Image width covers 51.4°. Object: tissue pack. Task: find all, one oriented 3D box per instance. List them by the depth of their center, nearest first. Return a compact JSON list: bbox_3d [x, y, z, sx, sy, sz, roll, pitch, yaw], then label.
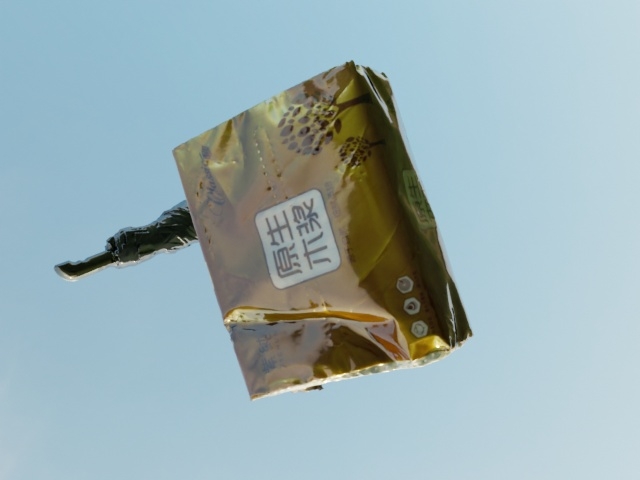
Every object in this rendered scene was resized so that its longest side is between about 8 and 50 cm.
[{"bbox_3d":[0.000,0.000,0.528,0.092,0.183,0.226,-3,-105,-61],"label":"tissue pack"}]

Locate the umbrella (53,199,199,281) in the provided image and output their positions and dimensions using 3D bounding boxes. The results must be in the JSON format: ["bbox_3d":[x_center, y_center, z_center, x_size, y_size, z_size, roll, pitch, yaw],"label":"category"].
[{"bbox_3d":[-0.268,0.008,0.984,0.248,0.071,0.071,-29,-79,-32],"label":"umbrella"}]
